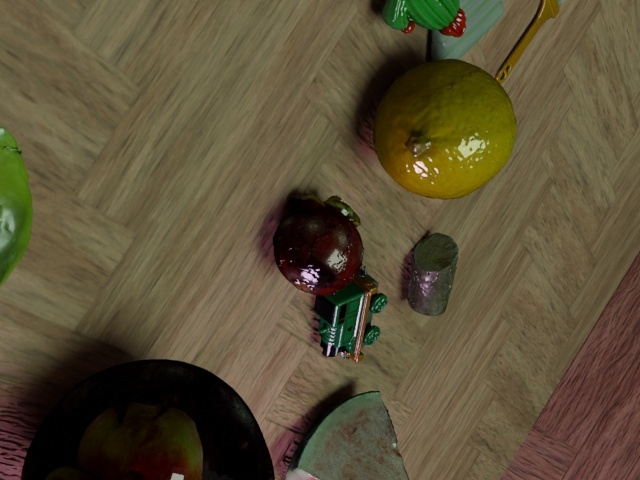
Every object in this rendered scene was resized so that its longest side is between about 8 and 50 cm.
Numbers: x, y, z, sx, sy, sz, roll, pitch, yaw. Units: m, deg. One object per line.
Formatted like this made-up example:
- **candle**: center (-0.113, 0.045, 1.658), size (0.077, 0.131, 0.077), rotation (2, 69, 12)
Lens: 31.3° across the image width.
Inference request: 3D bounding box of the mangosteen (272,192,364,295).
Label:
- **mangosteen**: center (0.000, 0.000, 1.944), size (0.166, 0.166, 0.180), rotation (63, 36, -57)

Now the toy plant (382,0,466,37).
- **toy plant**: center (0.189, -0.417, 1.907), size (0.240, 0.088, 0.154), rotation (-8, 119, -47)

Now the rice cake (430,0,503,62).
- **rice cake**: center (0.268, -0.425, 2.085), size (0.198, 0.037, 0.189), rotation (-40, 144, -31)

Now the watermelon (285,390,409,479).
- **watermelon**: center (0.048, 0.510, 2.392), size (0.251, 0.292, 0.283), rotation (-10, 131, -18)

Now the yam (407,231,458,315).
- **yam**: center (0.237, 0.084, 2.435), size (0.107, 0.107, 0.183), rotation (-37, 145, -35)

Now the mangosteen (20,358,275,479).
- **mangosteen**: center (-0.240, 0.374, 1.625), size (0.382, 0.435, 0.382), rotation (-3, 105, -11)

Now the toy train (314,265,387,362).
- **toy train**: center (0.048, 0.145, 2.208), size (0.136, 0.091, 0.227), rotation (-17, 132, -37)

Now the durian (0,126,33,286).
- **durian**: center (-0.411, -0.004, 1.334), size (0.250, 0.101, 0.139), rotation (-54, 150, -11)

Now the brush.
- **brush**: center (0.438, -0.436, 2.368), size (0.272, 0.013, 0.103), rotation (-56, 150, -6)

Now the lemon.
- **lemon**: center (0.217, -0.195, 2.008), size (0.267, 0.267, 0.267), rotation (-38, 144, -34)
